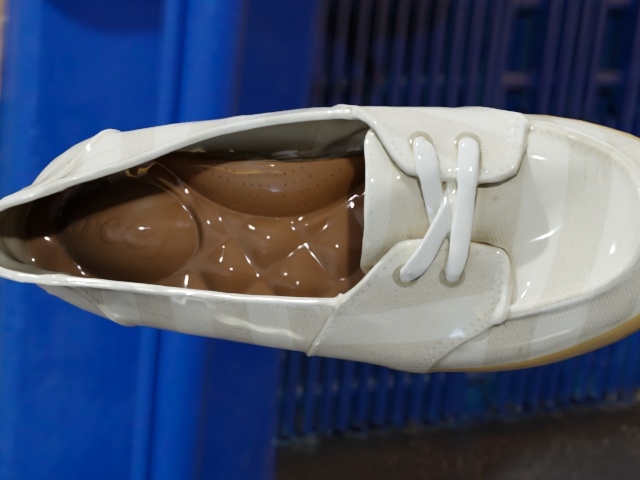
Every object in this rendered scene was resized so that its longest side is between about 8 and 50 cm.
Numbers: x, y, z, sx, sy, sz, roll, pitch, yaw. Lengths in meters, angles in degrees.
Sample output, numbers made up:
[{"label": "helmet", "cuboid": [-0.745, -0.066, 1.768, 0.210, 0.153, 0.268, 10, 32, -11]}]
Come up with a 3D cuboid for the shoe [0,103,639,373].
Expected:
[{"label": "shoe", "cuboid": [0.000, 0.000, 0.513, 0.219, 0.076, 0.058, -1, -3, 24]}]
